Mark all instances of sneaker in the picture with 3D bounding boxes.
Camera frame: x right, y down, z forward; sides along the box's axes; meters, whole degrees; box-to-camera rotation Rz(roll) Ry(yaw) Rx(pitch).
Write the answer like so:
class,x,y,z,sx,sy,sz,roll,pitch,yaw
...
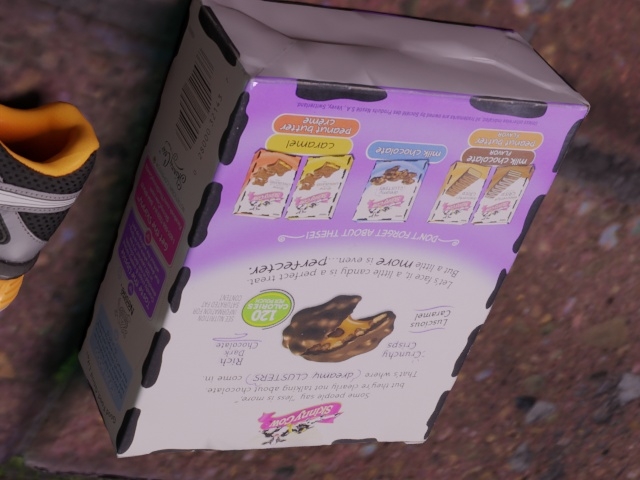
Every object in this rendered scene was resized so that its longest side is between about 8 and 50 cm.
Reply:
class,x,y,z,sx,sy,sz,roll,pitch,yaw
sneaker,-0.165,-0.048,0.515,0.083,0.084,0.215,-45,145,10

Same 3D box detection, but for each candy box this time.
class,x,y,z,sx,sy,sz,roll,pitch,yaw
candy box,0.000,0.000,0.651,0.165,0.070,0.196,2,126,-31
